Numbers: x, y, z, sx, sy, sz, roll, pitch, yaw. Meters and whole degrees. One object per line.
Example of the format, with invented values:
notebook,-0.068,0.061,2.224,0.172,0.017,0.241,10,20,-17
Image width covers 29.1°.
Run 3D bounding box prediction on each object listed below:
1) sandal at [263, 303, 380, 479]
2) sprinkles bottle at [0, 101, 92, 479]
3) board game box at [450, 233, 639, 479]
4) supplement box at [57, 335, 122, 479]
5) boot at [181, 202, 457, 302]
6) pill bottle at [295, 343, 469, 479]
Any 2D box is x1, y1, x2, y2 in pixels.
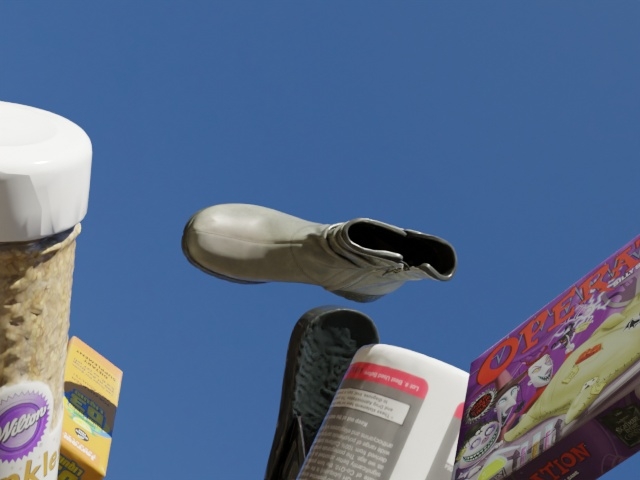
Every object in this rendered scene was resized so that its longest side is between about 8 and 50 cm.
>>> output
sandal,0.009,0.314,1.702,0.107,0.167,0.445,24,-66,61
sprinkles bottle,-0.220,0.095,0.780,0.121,0.121,0.355,19,-67,21
board game box,0.234,0.064,0.887,0.056,0.208,0.347,44,-62,-7
supplement box,-0.260,0.189,1.266,0.078,0.233,0.080,40,-77,-17
boot,0.000,0.000,1.217,0.161,0.246,0.083,154,-55,-64
pill bottle,0.051,0.275,1.175,0.176,0.176,0.318,20,-108,20
